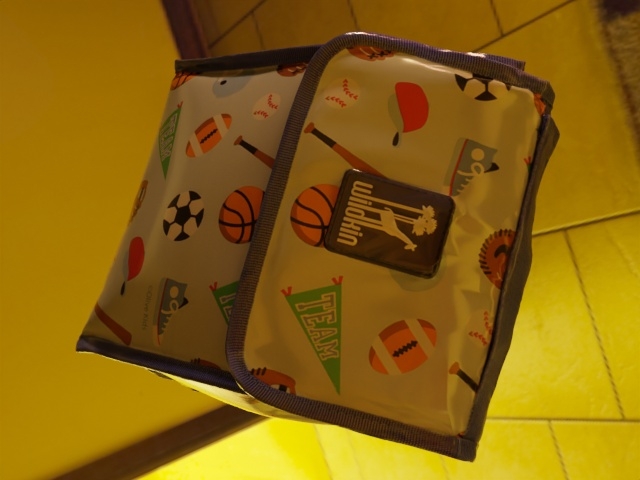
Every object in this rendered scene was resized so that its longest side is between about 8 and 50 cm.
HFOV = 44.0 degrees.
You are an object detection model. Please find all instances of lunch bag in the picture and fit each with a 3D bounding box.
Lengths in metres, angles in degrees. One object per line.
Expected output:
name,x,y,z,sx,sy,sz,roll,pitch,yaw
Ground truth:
lunch bag,0.000,0.000,0.721,0.386,0.239,0.327,7,75,37
